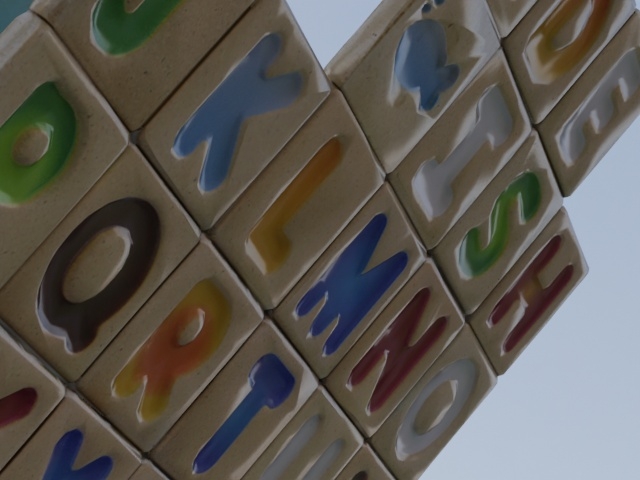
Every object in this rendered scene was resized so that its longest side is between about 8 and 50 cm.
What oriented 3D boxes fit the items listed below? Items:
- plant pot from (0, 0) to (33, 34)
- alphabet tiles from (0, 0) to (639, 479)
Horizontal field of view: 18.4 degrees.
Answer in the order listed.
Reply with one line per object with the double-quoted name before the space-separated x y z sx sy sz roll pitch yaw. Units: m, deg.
"plant pot" -0.244 -0.106 1.098 0.235 0.293 0.293 -23 -32 2
"alphabet tiles" 0.000 0.000 0.422 0.009 0.198 0.237 35 -11 30
